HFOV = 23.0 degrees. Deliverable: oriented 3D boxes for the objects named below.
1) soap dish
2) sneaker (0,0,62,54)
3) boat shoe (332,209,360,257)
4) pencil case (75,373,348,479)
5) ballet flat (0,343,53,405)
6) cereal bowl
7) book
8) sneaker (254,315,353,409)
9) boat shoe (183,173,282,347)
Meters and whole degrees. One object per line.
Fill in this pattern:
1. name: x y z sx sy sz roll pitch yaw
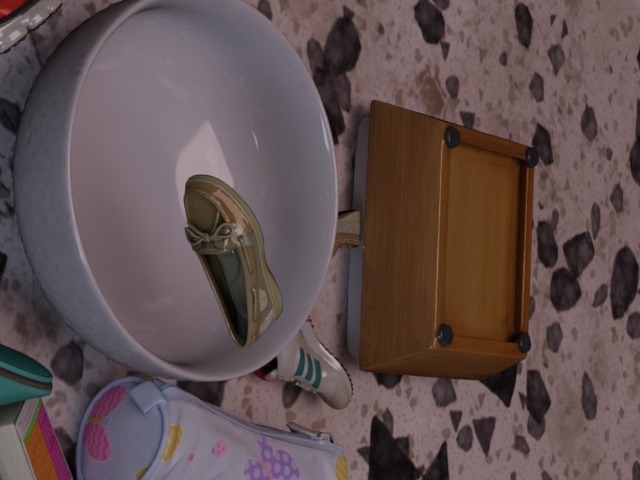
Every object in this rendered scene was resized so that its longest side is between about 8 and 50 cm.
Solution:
1. soap dish: 0.139 0.005 1.724 0.229 0.118 0.290 11 79 -50
2. sneaker: -0.295 -0.186 1.223 0.118 0.107 0.279 57 46 -20
3. boat shoe: 0.000 0.000 1.608 0.135 0.050 0.045 -17 96 -49
4. pencil case: -0.093 0.205 1.430 0.273 0.124 0.113 24 33 -46
5. ballet flat: -0.318 0.094 1.212 0.247 0.083 0.087 33 87 -44
6. cereal bowl: -0.139 -0.047 1.371 0.339 0.141 0.339 1 89 -50
7. book: -0.232 0.197 1.307 0.096 0.035 0.144 -77 151 -70
8. sneaker: -0.030 0.124 1.575 0.075 0.057 0.161 -45 125 -22
9. boat shoe: -0.077 0.017 1.293 0.048 0.056 0.153 -53 135 -43
